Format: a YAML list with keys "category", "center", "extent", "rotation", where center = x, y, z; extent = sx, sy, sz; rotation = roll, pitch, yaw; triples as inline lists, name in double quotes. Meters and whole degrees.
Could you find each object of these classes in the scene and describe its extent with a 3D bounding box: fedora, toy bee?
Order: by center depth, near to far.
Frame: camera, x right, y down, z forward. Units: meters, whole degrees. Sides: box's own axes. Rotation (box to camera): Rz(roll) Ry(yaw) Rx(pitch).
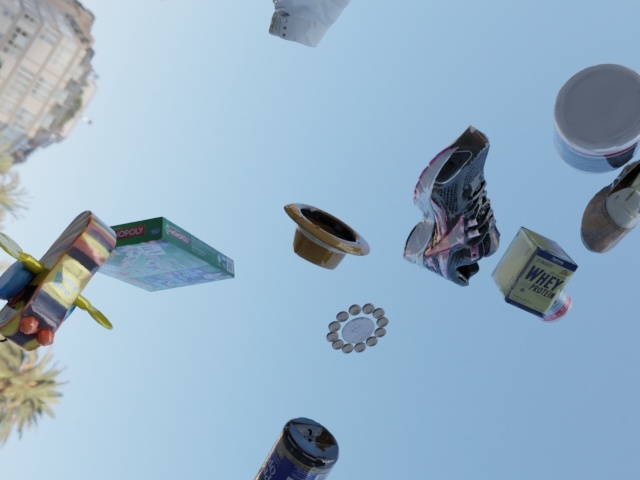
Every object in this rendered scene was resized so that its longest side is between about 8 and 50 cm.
- category: "toy bee"
  center: [-0.369, 0.090, 0.756]
  extent: [0.162, 0.195, 0.298]
  rotation: [3, -108, 47]
- category: "fedora"
  center: [0.000, 0.000, 1.050]
  extent: [0.079, 0.194, 0.194]
  rotation: [-62, -142, 15]

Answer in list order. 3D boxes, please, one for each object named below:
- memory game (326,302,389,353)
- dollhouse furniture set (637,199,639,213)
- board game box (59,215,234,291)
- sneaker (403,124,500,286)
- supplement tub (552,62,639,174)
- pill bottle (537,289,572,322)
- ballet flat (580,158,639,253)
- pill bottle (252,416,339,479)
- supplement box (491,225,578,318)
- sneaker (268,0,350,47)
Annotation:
- category: "memory game"
  center: [0.106, 0.250, 1.574]
  extent: [0.186, 0.186, 0.012]
  rotation: [-47, -147, 14]
- category: "dollhouse furniture set"
  center: [0.593, -0.101, 0.749]
  extent: [0.160, 0.242, 0.212]
  rotation: [-20, -142, -11]
- category: "board game box"
  center: [-0.335, 0.039, 1.133]
  extent: [0.213, 0.317, 0.046]
  rotation: [-9, -108, 12]
- category: "sneaker"
  center: [0.131, -0.023, 0.502]
  extent: [0.077, 0.178, 0.072]
  rotation: [36, -115, 23]
- category: "supplement tub"
  center: [0.622, -0.257, 1.242]
  extent: [0.191, 0.272, 0.191]
  rotation: [-3, -98, 23]
- category: "pill bottle"
  center: [0.469, 0.102, 1.214]
  extent: [0.087, 0.160, 0.087]
  rotation: [-41, -158, 20]
- category: "ballet flat"
  center: [0.679, -0.097, 1.232]
  extent: [0.316, 0.107, 0.106]
  rotation: [-46, 177, -29]
- category: "pill bottle"
  center: [-0.062, 0.468, 1.090]
  extent: [0.219, 0.122, 0.123]
  rotation: [-62, -142, 16]
- category: "supplement box"
  center: [0.276, 0.040, 0.728]
  extent: [0.083, 0.056, 0.083]
  rotation: [-81, -165, -69]
- category: "sneaker"
  center: [-0.090, -0.545, 1.250]
  extent: [0.169, 0.292, 0.108]
  rotation: [-52, -145, 25]
